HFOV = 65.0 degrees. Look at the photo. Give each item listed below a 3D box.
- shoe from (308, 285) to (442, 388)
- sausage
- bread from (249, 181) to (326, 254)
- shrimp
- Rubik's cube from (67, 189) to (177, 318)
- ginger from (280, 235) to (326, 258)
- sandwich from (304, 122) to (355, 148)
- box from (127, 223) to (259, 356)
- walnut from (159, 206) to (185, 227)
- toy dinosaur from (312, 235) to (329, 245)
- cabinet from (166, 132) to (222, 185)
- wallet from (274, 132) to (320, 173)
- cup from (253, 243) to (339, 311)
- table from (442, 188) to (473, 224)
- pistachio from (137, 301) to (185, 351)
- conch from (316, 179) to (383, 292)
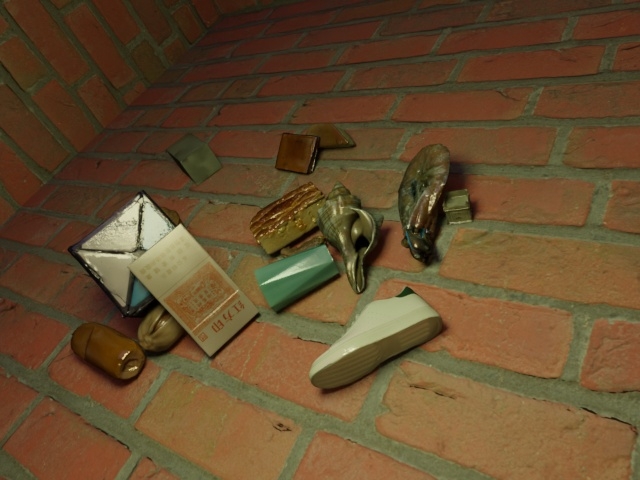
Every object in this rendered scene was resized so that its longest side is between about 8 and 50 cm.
[{"bbox_3d":[0.119,0.237,1.296,0.363,0.131,0.160,-26,41,-3],"label":"shoe"},{"bbox_3d":[-0.713,0.355,1.660,0.354,0.116,0.134,13,87,39],"label":"sausage"},{"bbox_3d":[-0.108,-0.081,1.741,0.275,0.114,0.184,-34,26,-2],"label":"bread"},{"bbox_3d":[0.318,-0.124,1.529,0.221,0.110,0.445,-41,30,47],"label":"shrimp"},{"bbox_3d":[-0.592,0.053,1.672,0.305,0.307,0.310,-41,1,-13],"label":"Rubik's cube"},{"bbox_3d":[-0.059,0.029,1.669,0.174,0.051,0.069,-13,40,16],"label":"ginger"},{"bbox_3d":[0.025,-0.416,2.029,0.258,0.094,0.096,6,92,34],"label":"sandwich"},{"bbox_3d":[-0.382,0.150,1.529,0.205,0.365,0.051,-42,5,-15],"label":"box"},{"bbox_3d":[-0.637,-0.022,1.943,0.198,0.198,0.244,19,65,41],"label":"walnut"},{"bbox_3d":[-0.003,0.001,1.538,0.041,0.026,0.113,-25,-2,-21],"label":"toy dinosaur"},{"bbox_3d":[-0.582,-0.380,2.314,0.150,0.145,0.206,-40,41,-12],"label":"cabinet"},{"bbox_3d":[-0.096,-0.352,2.031,0.196,0.042,0.160,13,88,39],"label":"wallet"},{"bbox_3d":[-0.066,0.108,1.543,0.236,0.148,0.134,-25,72,-2],"label":"cup"},{"bbox_3d":[0.411,-0.100,1.503,0.079,0.083,0.062,-7,45,23],"label":"table"},{"bbox_3d":[-0.495,0.263,1.621,0.144,0.143,0.215,17,55,40],"label":"pistachio"},{"bbox_3d":[0.105,-0.027,1.566,0.203,0.170,0.385,-31,70,28],"label":"conch"}]
